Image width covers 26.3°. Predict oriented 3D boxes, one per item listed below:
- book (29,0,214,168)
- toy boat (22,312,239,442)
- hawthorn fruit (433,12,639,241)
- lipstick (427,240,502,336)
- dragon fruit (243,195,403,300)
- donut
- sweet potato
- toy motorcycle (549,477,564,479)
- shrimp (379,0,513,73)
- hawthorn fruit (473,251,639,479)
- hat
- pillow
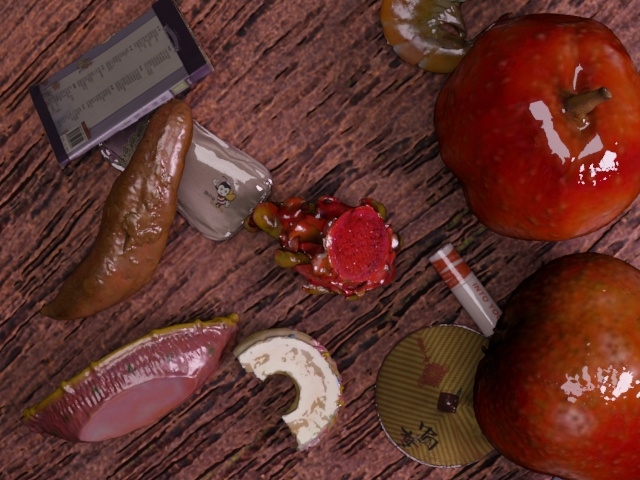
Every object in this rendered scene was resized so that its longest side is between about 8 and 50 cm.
[{"bbox_3d":[-0.260,-0.206,1.769,0.231,0.026,0.157,-33,52,5],"label":"book"},{"bbox_3d":[-0.245,0.189,1.790,0.318,0.099,0.141,-26,131,3],"label":"toy boat"},{"bbox_3d":[0.283,-0.143,1.643,0.287,0.330,0.287,1,85,-8],"label":"hawthorn fruit"},{"bbox_3d":[0.193,0.064,1.792,0.038,0.038,0.130,-37,90,3],"label":"lipstick"},{"bbox_3d":[0.000,0.000,1.760,0.208,0.150,0.133,17,63,8],"label":"dragon fruit"},{"bbox_3d":[-0.028,0.181,1.791,0.108,0.065,0.166,-33,89,3],"label":"donut"},{"bbox_3d":[-0.242,-0.016,1.773,0.106,0.095,0.354,36,107,12],"label":"sweet potato"},{"bbox_3d":[0.233,0.446,1.748,0.143,0.188,0.327,28,77,12],"label":"toy motorcycle"},{"bbox_3d":[0.198,-0.312,1.776,0.249,0.068,0.150,-27,102,8],"label":"shrimp"},{"bbox_3d":[0.363,0.184,1.672,0.369,0.285,0.284,33,92,-10],"label":"hawthorn fruit"},{"bbox_3d":[0.165,0.207,1.776,0.193,0.082,0.193,0,92,3],"label":"hat"},{"bbox_3d":[-0.181,-0.102,1.805,0.233,0.038,0.130,39,102,0],"label":"pillow"}]
